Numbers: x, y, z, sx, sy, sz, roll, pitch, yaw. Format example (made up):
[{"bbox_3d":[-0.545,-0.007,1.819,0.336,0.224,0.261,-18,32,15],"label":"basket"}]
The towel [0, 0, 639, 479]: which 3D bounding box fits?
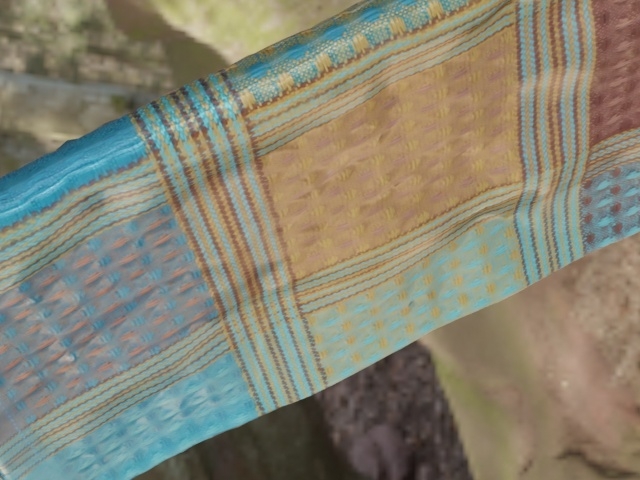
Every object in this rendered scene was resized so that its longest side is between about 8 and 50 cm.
[{"bbox_3d":[0.000,0.000,0.669,0.040,0.370,0.271,61,175,27],"label":"towel"}]
